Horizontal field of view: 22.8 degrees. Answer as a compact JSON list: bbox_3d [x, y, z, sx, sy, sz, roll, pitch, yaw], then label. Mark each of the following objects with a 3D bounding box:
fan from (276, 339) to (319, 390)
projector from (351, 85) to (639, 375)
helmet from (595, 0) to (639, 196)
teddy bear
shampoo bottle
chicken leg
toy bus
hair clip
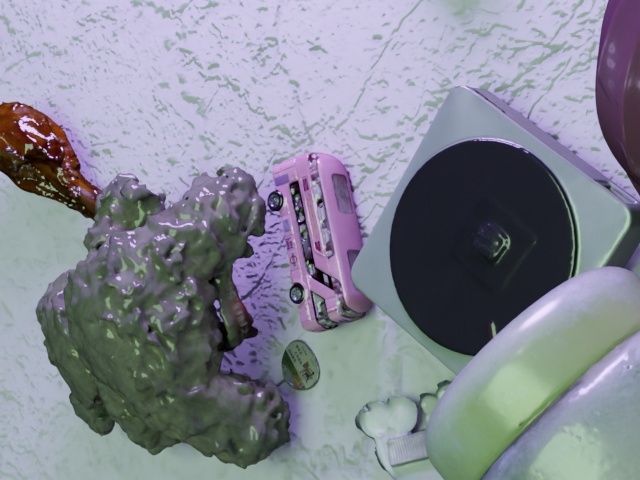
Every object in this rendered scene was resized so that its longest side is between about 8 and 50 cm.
[{"bbox_3d":[-0.028,0.159,1.876,0.060,0.003,0.080,32,107,35],"label":"fan"},{"bbox_3d":[0.185,0.008,1.669,0.257,0.079,0.259,41,113,31],"label":"projector"},{"bbox_3d":[0.369,-0.154,1.463,0.271,0.197,0.338,20,100,34],"label":"helmet"},{"bbox_3d":[-0.215,0.094,1.921,0.367,0.224,0.357,1,101,58],"label":"teddy bear"},{"bbox_3d":[0.280,0.207,1.440,0.317,0.322,0.322,45,115,18],"label":"shampoo bottle"},{"bbox_3d":[-0.331,-0.077,2.076,0.304,0.093,0.113,37,128,24],"label":"chicken leg"},{"bbox_3d":[0.000,0.000,1.824,0.090,0.063,0.203,-19,76,35],"label":"toy bus"},{"bbox_3d":[0.117,0.218,1.737,0.172,0.049,0.116,-22,71,38],"label":"hair clip"}]
